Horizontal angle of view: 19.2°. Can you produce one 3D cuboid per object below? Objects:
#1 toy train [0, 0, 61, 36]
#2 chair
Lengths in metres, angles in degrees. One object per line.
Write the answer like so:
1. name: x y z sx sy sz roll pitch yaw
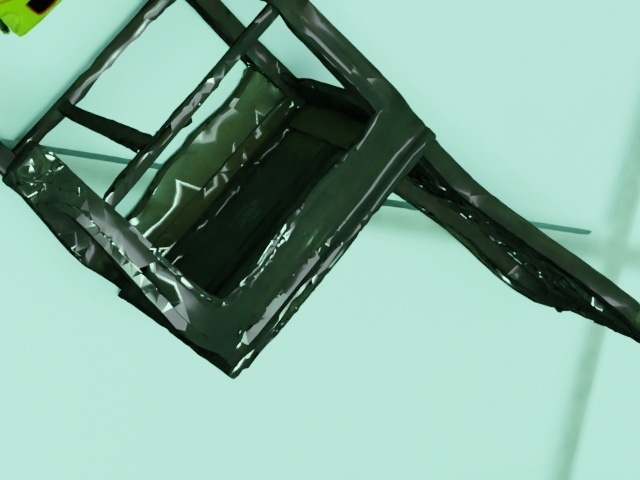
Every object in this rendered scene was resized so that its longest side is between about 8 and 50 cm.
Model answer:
1. toy train: -0.026 -0.166 0.563 0.249 0.053 0.085 -42 159 4
2. chair: 0.000 0.000 0.629 0.229 0.106 0.113 43 83 -27
